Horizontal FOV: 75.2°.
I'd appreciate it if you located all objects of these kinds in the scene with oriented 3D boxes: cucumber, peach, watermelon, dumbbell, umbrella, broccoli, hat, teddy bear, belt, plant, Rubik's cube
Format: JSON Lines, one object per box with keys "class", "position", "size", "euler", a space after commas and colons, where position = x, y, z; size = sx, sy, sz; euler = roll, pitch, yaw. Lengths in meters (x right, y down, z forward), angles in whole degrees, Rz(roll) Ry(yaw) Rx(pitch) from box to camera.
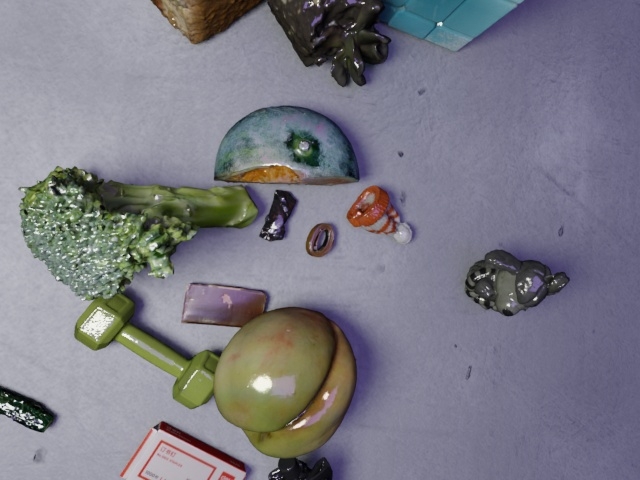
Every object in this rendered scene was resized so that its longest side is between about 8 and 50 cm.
{"class": "cucumber", "position": [-0.641, 0.297, 0.801], "size": [0.257, 0.043, 0.044], "euler": [32, 77, -11]}
{"class": "peach", "position": [-0.065, 0.276, 0.848], "size": [0.293, 0.248, 0.291], "euler": [16, 64, -36]}
{"class": "watermelon", "position": [-0.065, -0.213, 0.888], "size": [0.323, 0.175, 0.187], "euler": [-4, 91, -16]}
{"class": "dumbbell", "position": [-0.340, 0.225, 0.847], "size": [0.302, 0.121, 0.108], "euler": [37, 110, -12]}
{"class": "umbrella", "position": [-0.022, 0.545, 0.890], "size": [0.122, 0.110, 0.272], "euler": [-7, 120, 24]}
{"class": "broccoli", "position": [-0.346, -0.047, 0.793], "size": [0.354, 0.397, 0.274], "euler": [25, 121, 6]}
{"class": "hat", "position": [0.155, -0.047, 1.002], "size": [0.162, 0.094, 0.112], "euler": [36, 91, -30]}
{"class": "teddy bear", "position": [0.439, 0.103, 0.998], "size": [0.171, 0.251, 0.144], "euler": [35, 80, 3]}
{"class": "belt", "position": [0.000, 0.000, 0.975], "size": [0.059, 0.036, 0.083], "euler": [25, 84, -20]}
{"class": "plant", "position": [0.025, -0.473, 0.913], "size": [0.188, 0.199, 0.276], "euler": [-44, 96, -5]}
{"class": "Rubik's cube", "position": [0.286, -0.671, 0.910], "size": [0.316, 0.322, 0.318], "euler": [14, 87, -15]}

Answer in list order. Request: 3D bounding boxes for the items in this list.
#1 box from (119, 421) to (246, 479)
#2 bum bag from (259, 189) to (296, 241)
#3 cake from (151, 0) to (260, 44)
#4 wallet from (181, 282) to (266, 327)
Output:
{"class": "box", "position": [-0.287, 0.492, 0.888], "size": [0.230, 0.050, 0.122], "euler": [35, 81, -12]}
{"class": "bum bag", "position": [-0.096, -0.056, 0.950], "size": [0.058, 0.034, 0.124], "euler": [21, 84, -4]}
{"class": "cake", "position": [-0.253, -0.596, 0.802], "size": [0.282, 0.256, 0.290], "euler": [-39, 95, -11]}
{"class": "wallet", "position": [-0.212, 0.147, 0.924], "size": [0.176, 0.026, 0.095], "euler": [7, 93, -14]}
